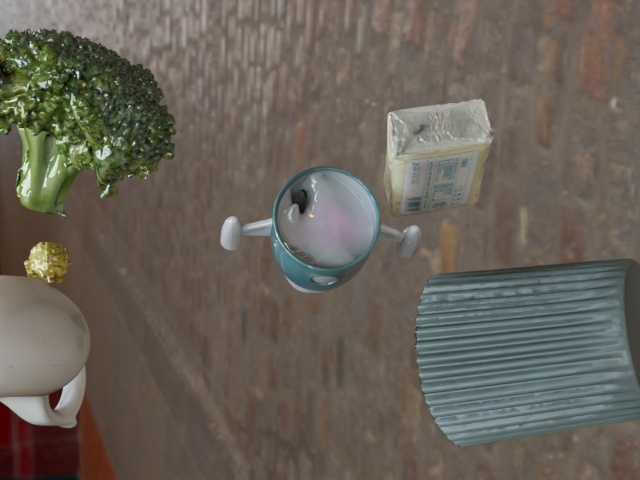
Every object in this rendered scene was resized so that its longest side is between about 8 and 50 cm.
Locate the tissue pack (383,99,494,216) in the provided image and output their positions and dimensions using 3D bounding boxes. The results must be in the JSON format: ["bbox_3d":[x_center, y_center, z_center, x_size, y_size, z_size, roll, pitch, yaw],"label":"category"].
[{"bbox_3d":[0.171,-0.121,1.539,0.196,0.148,0.092,88,173,-66],"label":"tissue pack"}]

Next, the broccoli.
[{"bbox_3d":[-0.422,-0.217,1.713,0.317,0.338,0.277,-33,14,26],"label":"broccoli"}]

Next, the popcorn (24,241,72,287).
[{"bbox_3d":[-0.450,0.041,1.708,0.082,0.057,0.083,-45,52,15],"label":"popcorn"}]

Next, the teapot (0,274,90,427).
[{"bbox_3d":[-0.301,0.104,0.912,0.204,0.298,0.139,-9,81,26],"label":"teapot"}]

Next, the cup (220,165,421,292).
[{"bbox_3d":[0.000,0.000,1.552,0.173,0.300,0.167,105,167,-66],"label":"cup"}]

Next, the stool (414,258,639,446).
[{"bbox_3d":[0.362,0.174,1.666,0.330,0.297,0.297,-11,80,28],"label":"stool"}]
